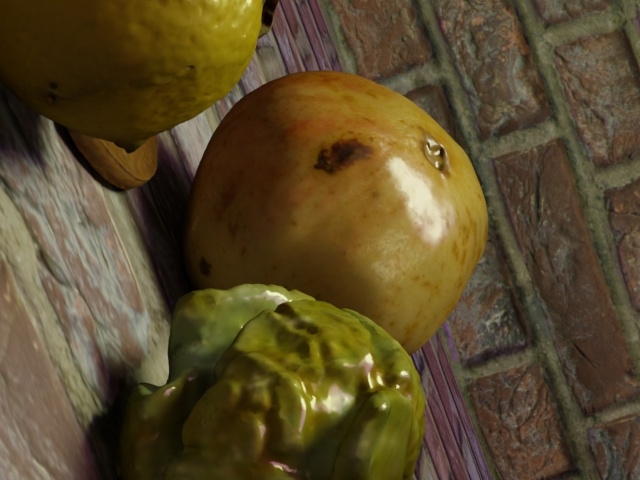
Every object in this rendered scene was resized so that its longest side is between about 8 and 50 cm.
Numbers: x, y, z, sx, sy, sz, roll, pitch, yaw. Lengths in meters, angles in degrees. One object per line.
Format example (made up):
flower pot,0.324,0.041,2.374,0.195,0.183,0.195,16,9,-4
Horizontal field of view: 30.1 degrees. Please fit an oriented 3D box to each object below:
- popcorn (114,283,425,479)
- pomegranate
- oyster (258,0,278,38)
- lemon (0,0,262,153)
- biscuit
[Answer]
popcorn,-0.036,0.177,0.937,0.225,0.276,0.276,32,-18,38
pomegranate,0.000,0.000,1.258,0.342,0.343,0.342,-19,90,-80
oyster,-0.161,-0.337,1.395,0.337,0.133,0.197,41,55,-42
lemon,-0.163,-0.205,0.908,0.253,0.228,0.228,65,10,3
biscuit,-0.196,-0.117,1.120,0.220,0.029,0.142,-81,149,-71
